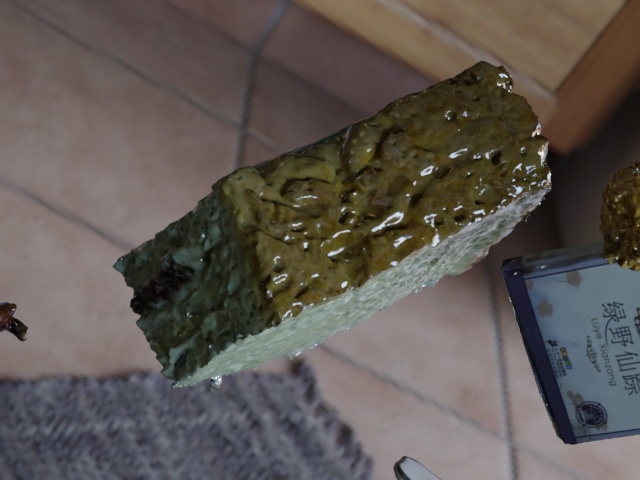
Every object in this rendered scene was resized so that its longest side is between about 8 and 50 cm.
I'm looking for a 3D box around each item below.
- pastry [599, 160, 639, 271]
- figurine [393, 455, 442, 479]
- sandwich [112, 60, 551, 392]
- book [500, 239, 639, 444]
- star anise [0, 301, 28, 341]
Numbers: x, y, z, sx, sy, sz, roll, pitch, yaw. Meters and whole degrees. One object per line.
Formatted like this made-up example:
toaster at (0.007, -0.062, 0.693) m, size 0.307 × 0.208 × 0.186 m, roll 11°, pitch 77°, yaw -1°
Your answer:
pastry at (0.224, -0.020, 1.071) m, size 0.140 × 0.056 × 0.080 m, roll 0°, pitch 84°, yaw -49°
figurine at (0.039, 0.408, 1.804) m, size 0.231 × 0.340 × 0.323 m, roll 45°, pitch 6°, yaw 33°
sandwich at (0.000, 0.000, 1.367) m, size 0.325 × 0.262 × 0.131 m, roll -26°, pitch 81°, yaw -16°
book at (0.261, 0.065, 1.248) m, size 0.026 × 0.231 × 0.157 m, roll -62°, pitch 136°, yaw -60°
star anise at (-0.279, 0.066, 1.204) m, size 0.168 × 0.168 × 0.057 m, roll 48°, pitch 19°, yaw 21°
